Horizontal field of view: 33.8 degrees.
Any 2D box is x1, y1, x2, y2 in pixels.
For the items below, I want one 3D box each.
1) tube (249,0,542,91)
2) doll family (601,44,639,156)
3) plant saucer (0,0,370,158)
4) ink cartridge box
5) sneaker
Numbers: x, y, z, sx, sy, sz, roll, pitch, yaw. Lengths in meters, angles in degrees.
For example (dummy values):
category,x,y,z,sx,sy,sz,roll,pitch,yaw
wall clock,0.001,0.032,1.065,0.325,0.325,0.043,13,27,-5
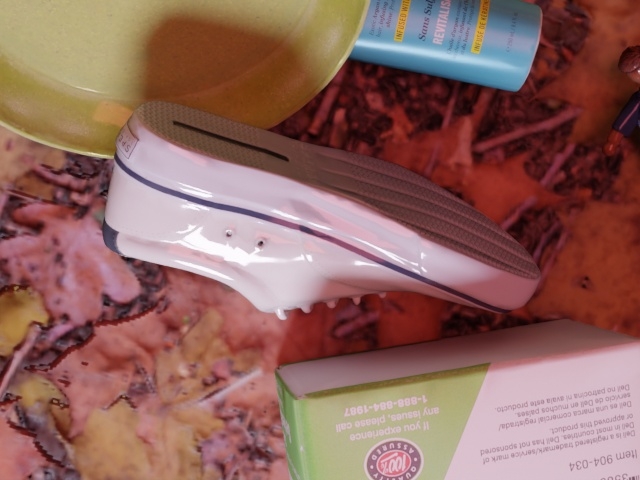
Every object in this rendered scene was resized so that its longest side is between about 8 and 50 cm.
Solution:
category,x,y,z,sx,sy,sz,roll,pitch,yaw
tube,0.024,-0.137,0.625,0.207,0.052,0.080,12,77,-4
doll family,0.265,-0.096,0.649,0.193,0.076,0.111,-34,117,-12
plant saucer,-0.094,-0.138,0.543,0.241,0.241,0.037,-1,49,-10
ink cartridge box,0.092,0.198,0.612,0.198,0.115,0.273,-8,93,-9
sneaker,0.000,0.000,0.613,0.258,0.094,0.091,19,117,-13
